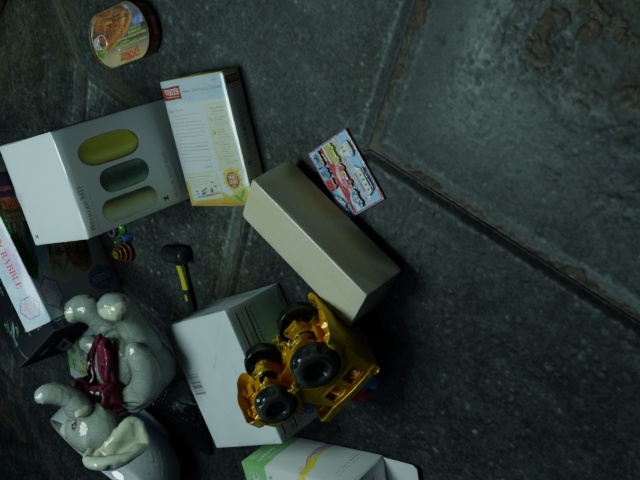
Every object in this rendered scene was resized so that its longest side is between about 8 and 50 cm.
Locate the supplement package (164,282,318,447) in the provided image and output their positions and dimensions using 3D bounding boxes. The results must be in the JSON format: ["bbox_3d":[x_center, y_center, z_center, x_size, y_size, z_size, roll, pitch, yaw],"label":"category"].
[{"bbox_3d":[-0.141,0.241,1.517,0.204,0.145,0.261,-18,96,45],"label":"supplement package"}]

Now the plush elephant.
[{"bbox_3d":[-0.412,0.284,1.511,0.272,0.255,0.330,0,133,52],"label":"plush elephant"}]

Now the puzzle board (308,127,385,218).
[{"bbox_3d":[0.040,-0.104,1.284,0.096,0.011,0.128,-30,89,46],"label":"puzzle board"}]

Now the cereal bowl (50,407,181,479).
[{"bbox_3d":[-0.463,0.478,1.892,0.339,0.141,0.339,28,150,18],"label":"cereal bowl"}]

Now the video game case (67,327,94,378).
[{"bbox_3d":[-0.587,0.293,2.035,0.193,0.023,0.212,21,122,34],"label":"video game case"}]

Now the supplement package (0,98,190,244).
[{"bbox_3d":[-0.411,-0.130,1.501,0.198,0.263,0.199,-4,107,44],"label":"supplement package"}]

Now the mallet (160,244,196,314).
[{"bbox_3d":[-0.275,0.095,1.654,0.062,0.039,0.189,-3,112,41],"label":"mallet"}]

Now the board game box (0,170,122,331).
[{"bbox_3d":[-0.583,0.002,1.695,0.066,0.319,0.317,-24,94,15],"label":"board game box"}]

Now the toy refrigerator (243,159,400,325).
[{"bbox_3d":[0.000,0.000,1.310,0.269,0.094,0.102,45,145,17],"label":"toy refrigerator"}]

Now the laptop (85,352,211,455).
[{"bbox_3d":[-0.387,0.372,1.811,0.234,0.137,0.264,14,119,38],"label":"laptop"}]

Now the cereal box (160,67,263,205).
[{"bbox_3d":[-0.192,-0.181,1.431,0.173,0.047,0.240,3,111,41],"label":"cereal box"}]

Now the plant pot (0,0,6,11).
[{"bbox_3d":[-0.805,-0.561,1.697,0.229,0.263,0.263,44,136,-9],"label":"plant pot"}]

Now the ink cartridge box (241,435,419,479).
[{"bbox_3d":[0.029,0.506,1.507,0.354,0.119,0.207,-2,108,43],"label":"ink cartridge box"}]

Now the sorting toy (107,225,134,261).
[{"bbox_3d":[-0.447,0.001,1.754,0.061,0.042,0.101,-17,97,45],"label":"sorting toy"}]

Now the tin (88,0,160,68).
[{"bbox_3d":[-0.370,-0.388,1.504,0.190,0.040,0.106,-3,103,43],"label":"tin"}]

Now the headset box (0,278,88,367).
[{"bbox_3d":[-0.698,0.147,1.964,0.246,0.131,0.283,-40,76,41],"label":"headset box"}]

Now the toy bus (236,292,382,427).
[{"bbox_3d":[-0.003,0.230,1.340,0.220,0.211,0.149,-48,32,14],"label":"toy bus"}]
